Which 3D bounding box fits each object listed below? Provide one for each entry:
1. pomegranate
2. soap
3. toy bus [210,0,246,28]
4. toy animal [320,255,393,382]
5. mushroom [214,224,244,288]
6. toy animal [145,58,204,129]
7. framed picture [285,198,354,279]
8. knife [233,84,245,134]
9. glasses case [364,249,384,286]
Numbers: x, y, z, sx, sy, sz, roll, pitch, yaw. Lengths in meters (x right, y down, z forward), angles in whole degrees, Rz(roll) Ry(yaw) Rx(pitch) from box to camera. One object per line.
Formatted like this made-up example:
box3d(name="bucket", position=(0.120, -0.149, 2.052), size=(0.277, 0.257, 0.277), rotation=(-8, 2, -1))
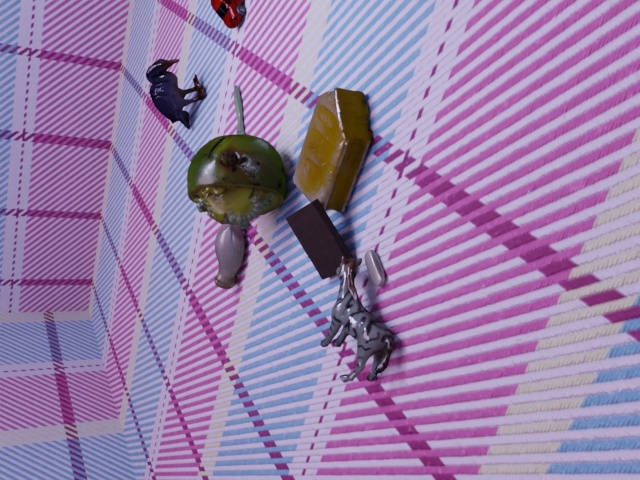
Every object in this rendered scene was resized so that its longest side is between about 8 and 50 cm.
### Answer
box3d(name="pomegranate", position=(-0.218, -0.151, 1.699), size=(0.340, 0.261, 0.260), rotation=(126, 142, -80))
box3d(name="soap", position=(0.031, -0.209, 1.414), size=(0.160, 0.080, 0.257), rotation=(49, 131, 44))
box3d(name="toy bus", position=(-0.292, -0.759, 1.991), size=(0.081, 0.090, 0.195), rotation=(-28, 65, 57))
box3d(name="toy animal", position=(0.060, 0.174, 1.325), size=(0.170, 0.090, 0.255), rotation=(-51, 55, 39))
box3d(name="mushroom", position=(-0.275, 0.040, 1.921), size=(0.097, 0.088, 0.212), rotation=(-129, 42, -61))
box3d(name="toy animal", position=(-0.512, -0.516, 2.268), size=(0.298, 0.186, 0.122), rotation=(103, 149, -56))
box3d(name="framed picture", position=(0.000, 0.000, 1.436), size=(0.168, 0.023, 0.128), rotation=(59, 146, -3))
box3d(name="knife", position=(-0.245, -0.342, 1.959), size=(0.043, 0.020, 0.292), rotation=(-32, 63, 53))
box3d(name="glasses case", position=(0.111, 0.057, 1.320), size=(0.032, 0.021, 0.083), rotation=(119, 140, -48))
